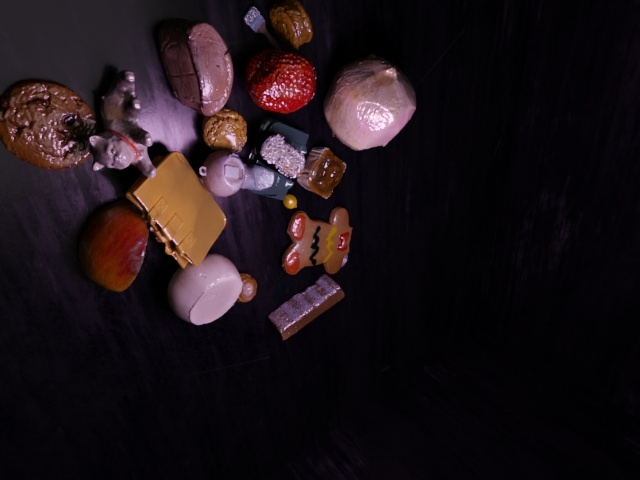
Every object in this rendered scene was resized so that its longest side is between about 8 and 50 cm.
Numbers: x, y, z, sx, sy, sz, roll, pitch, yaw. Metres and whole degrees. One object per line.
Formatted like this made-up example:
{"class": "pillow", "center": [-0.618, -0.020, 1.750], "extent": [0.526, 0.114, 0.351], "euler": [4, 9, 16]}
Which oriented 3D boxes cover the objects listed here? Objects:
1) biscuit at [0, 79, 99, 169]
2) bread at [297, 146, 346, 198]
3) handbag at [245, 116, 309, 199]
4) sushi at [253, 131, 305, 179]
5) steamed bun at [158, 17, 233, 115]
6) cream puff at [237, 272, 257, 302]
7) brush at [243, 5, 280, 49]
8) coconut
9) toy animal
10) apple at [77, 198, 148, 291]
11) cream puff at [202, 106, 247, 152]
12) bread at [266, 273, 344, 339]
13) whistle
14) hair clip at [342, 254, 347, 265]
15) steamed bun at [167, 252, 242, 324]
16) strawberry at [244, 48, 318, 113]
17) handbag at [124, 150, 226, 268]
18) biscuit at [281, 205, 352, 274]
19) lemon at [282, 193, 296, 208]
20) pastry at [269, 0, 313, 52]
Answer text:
{"class": "biscuit", "center": [-0.862, -0.361, 1.398], "extent": [0.296, 0.075, 0.295], "euler": [-18, 121, -33]}
{"class": "bread", "center": [0.009, -0.324, 2.090], "extent": [0.192, 0.110, 0.209], "euler": [32, 90, -45]}
{"class": "handbag", "center": [-0.196, -0.354, 1.928], "extent": [0.239, 0.089, 0.326], "euler": [11, 105, -43]}
{"class": "sushi", "center": [-0.168, -0.347, 1.808], "extent": [0.225, 0.126, 0.136], "euler": [36, 91, -42]}
{"class": "steamed bun", "center": [-0.409, -0.611, 1.532], "extent": [0.199, 0.252, 0.301], "euler": [-34, 134, -35]}
{"class": "cream puff", "center": [-0.371, 0.219, 2.071], "extent": [0.126, 0.103, 0.143], "euler": [-37, 132, -35]}
{"class": "brush", "center": [-0.220, -0.818, 1.713], "extent": [0.070, 0.021, 0.196], "euler": [-54, 134, -1]}
{"class": "coconut", "center": [0.229, -0.623, 1.914], "extent": [0.405, 0.405, 0.404], "euler": [-18, 122, -31]}
{"class": "toy animal", "center": [-0.672, -0.384, 1.430], "extent": [0.188, 0.266, 0.307], "euler": [-14, 139, -26]}
{"class": "apple", "center": [-0.758, 0.019, 1.625], "extent": [0.254, 0.179, 0.345], "euler": [23, 98, -5]}
{"class": "cream puff", "center": [-0.370, -0.427, 1.721], "extent": [0.189, 0.129, 0.188], "euler": [-16, 121, -28]}
{"class": "bread", "center": [-0.078, 0.347, 2.329], "extent": [0.417, 0.165, 0.113], "euler": [-34, 131, -22]}
{"class": "whistle", "center": [-0.342, -0.261, 1.763], "extent": [0.348, 0.189, 0.189], "euler": [1, 112, -46]}
{"class": "hair clip", "center": [0.095, 0.104, 2.426], "extent": [0.172, 0.049, 0.116], "euler": [-54, 137, -10]}
{"class": "steamed bun", "center": [-0.499, 0.194, 1.860], "extent": [0.324, 0.206, 0.324], "euler": [-38, 154, -23]}
{"class": "strawberry", "center": [-0.163, -0.609, 1.705], "extent": [0.288, 0.250, 0.238], "euler": [-49, 140, -39]}
{"class": "handbag", "center": [-0.547, -0.112, 1.672], "extent": [0.283, 0.133, 0.400], "euler": [-71, 147, -41]}
{"class": "biscuit", "center": [0.000, 0.000, 2.244], "extent": [0.394, 0.076, 0.367], "euler": [3, 104, -36]}
{"class": "lemon", "center": [-0.143, -0.183, 2.072], "extent": [0.065, 0.065, 0.092], "euler": [-49, 131, -8]}
{"class": "pastry", "center": [-0.111, -0.831, 1.683], "extent": [0.103, 0.189, 0.188], "euler": [-37, 130, -11]}
